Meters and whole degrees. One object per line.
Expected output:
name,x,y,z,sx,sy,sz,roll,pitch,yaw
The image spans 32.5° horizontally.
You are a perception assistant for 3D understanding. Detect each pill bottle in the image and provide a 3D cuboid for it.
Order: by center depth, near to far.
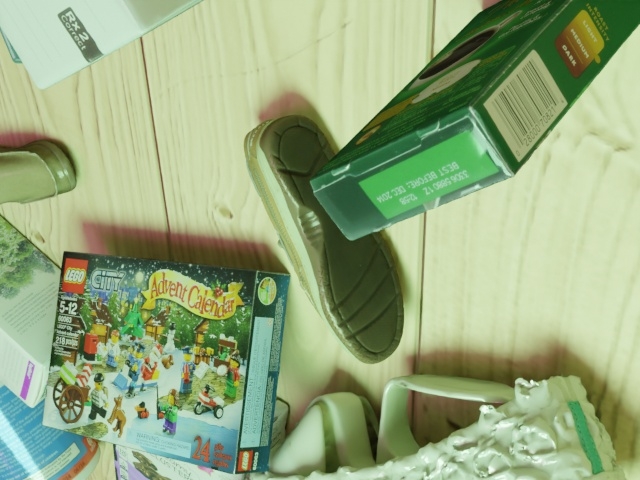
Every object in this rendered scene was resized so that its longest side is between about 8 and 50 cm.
pill bottle,-0.348,0.180,1.205,0.124,0.124,0.221,-10,116,46

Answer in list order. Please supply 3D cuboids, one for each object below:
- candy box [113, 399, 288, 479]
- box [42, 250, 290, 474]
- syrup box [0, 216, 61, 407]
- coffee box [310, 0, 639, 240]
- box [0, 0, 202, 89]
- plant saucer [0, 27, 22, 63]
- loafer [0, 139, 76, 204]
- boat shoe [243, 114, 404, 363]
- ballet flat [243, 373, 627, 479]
candy box,-0.120,0.199,1.054,0.165,0.070,0.196,28,137,23
box,-0.136,0.096,0.926,0.233,0.044,0.159,4,87,37
syrup box,-0.334,0.046,1.101,0.237,0.093,0.096,41,141,7
coffee box,0.086,-0.078,0.541,0.113,0.184,0.040,-22,109,48
box,-0.115,-0.212,0.611,0.119,0.182,0.181,-14,112,48
plant saucer,-0.252,-0.223,0.859,0.067,0.018,0.192,10,129,37
loafer,-0.278,-0.056,0.997,0.148,0.050,0.056,0,122,42
boat shoe,0.000,0.000,0.791,0.072,0.068,0.190,-4,110,58
ballet flat,0.058,0.174,0.852,0.409,0.147,0.147,-18,109,45
